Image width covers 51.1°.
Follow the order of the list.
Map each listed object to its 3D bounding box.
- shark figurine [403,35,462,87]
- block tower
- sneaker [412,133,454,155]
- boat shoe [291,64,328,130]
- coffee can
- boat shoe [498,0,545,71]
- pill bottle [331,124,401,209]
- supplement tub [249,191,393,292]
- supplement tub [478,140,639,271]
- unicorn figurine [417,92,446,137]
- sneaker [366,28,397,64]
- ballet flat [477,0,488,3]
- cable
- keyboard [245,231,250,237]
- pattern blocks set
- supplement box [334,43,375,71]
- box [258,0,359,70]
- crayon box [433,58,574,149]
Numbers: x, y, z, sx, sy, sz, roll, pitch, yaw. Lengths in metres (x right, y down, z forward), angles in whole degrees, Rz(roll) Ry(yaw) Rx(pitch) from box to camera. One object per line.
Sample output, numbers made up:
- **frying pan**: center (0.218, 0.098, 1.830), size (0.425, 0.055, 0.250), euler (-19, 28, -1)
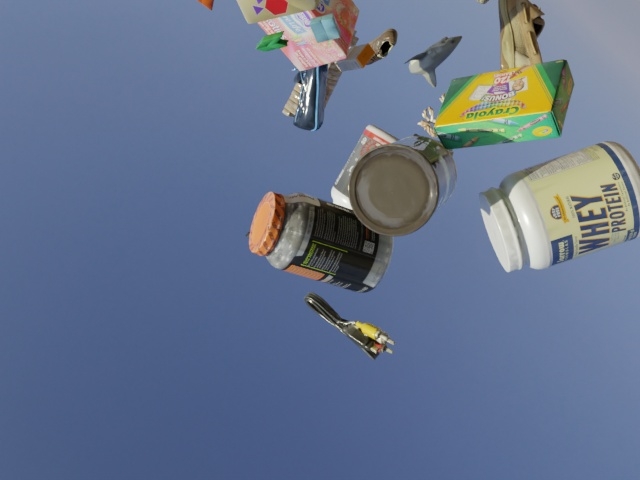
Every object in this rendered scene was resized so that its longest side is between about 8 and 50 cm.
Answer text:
- **shark figurine**: center (0.320, -0.512, 2.014), size (0.116, 0.166, 0.278), euler (59, 171, -6)
- **block tower**: center (0.003, -0.536, 2.150), size (0.097, 0.336, 0.091), euler (38, -159, 25)
- **sneaker**: center (0.289, -0.224, 1.796), size (0.118, 0.083, 0.222), euler (18, -160, 4)
- **boat shoe**: center (-0.036, -0.424, 1.783), size (0.088, 0.259, 0.109), euler (8, -173, 16)
- **coffee can**: center (0.199, -0.136, 1.563), size (0.201, 0.202, 0.275), euler (39, -158, 8)
- **boat shoe**: center (0.508, -0.536, 1.690), size (0.110, 0.122, 0.341), euler (-2, -117, 17)
- **pill bottle**: center (0.165, -0.190, 2.275), size (0.210, 0.363, 0.210), euler (28, -170, -6)
- **supplement tub**: center (0.000, 0.000, 1.623), size (0.315, 0.194, 0.194), euler (18, -142, -23)
- **supplement tub**: center (0.555, -0.071, 1.545), size (0.235, 0.324, 0.236), euler (-19, -90, -84)
- **unicorn figurine**: center (0.351, -0.339, 1.801), size (0.111, 0.162, 0.060), euler (49, -153, -5)
- **sneaker**: center (0.203, -0.675, 2.386), size (0.066, 0.188, 0.071), euler (21, -124, -24)
- **ballet flat**: center (0.467, -0.579, 1.186), size (0.182, 0.482, 0.164), euler (62, -164, 2)
- **cable**: center (0.083, 0.232, 1.852), size (0.287, 0.139, 0.072), euler (35, -110, 30)
- **keyboard**: center (-0.125, -0.020, 1.862), size (0.180, 0.023, 0.108), euler (-12, -136, -46)
- **pattern blocks set**: center (-0.091, -0.459, 1.130), size (0.285, 0.325, 0.026), euler (-2, -126, 11)
- **supplement box**: center (0.093, -0.498, 1.828), size (0.036, 0.098, 0.062), euler (47, -111, -31)
- **box**: center (-0.058, -0.539, 1.482), size (0.300, 0.142, 0.154), euler (42, -126, -43)
- **crayon box**: center (0.414, -0.304, 1.520), size (0.081, 0.278, 0.165), euler (51, -128, -39)
